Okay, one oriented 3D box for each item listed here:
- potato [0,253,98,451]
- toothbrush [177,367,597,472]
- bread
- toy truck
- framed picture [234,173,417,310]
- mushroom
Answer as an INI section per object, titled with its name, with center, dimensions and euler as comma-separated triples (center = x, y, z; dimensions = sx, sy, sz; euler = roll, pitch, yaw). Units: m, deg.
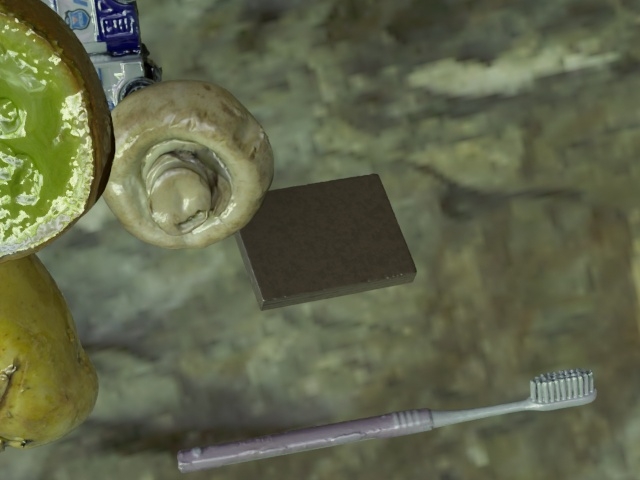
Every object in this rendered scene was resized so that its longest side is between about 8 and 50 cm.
[potato]
center = -0.315, 0.064, 1.764
dimensions = 0.173, 0.300, 0.140
euler = -9, -151, 39
[toothbrush]
center = 0.056, 0.149, 1.609
dimensions = 0.354, 0.029, 0.024
euler = -10, -150, -3
[bread]
center = -0.273, -0.091, 1.488
dimensions = 0.236, 0.236, 0.070
euler = -11, -159, 12
[toy truck]
center = -0.249, -0.240, 2.016
dimensions = 0.155, 0.268, 0.124
euler = -7, -161, -4
[framed picture]
center = 0.000, 0.000, 1.997
dimensions = 0.168, 0.128, 0.023
euler = -10, 150, -19
[mushroom]
center = -0.124, -0.068, 1.782
dimensions = 0.166, 0.166, 0.127
euler = -15, -150, -2
